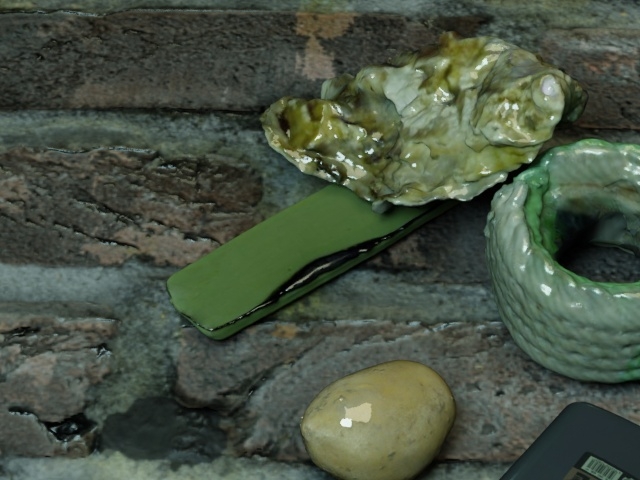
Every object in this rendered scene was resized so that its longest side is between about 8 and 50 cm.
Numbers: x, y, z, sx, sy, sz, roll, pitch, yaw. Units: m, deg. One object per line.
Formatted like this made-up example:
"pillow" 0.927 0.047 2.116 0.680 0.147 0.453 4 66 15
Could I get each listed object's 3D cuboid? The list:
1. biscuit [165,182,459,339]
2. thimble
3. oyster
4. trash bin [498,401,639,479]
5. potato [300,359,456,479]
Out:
"biscuit" 0.000 0.000 1.603 0.322 0.038 0.099 -31 53 -20
"thimble" 0.257 0.020 1.508 0.219 0.150 0.219 0 52 1
"oyster" 0.115 -0.128 1.589 0.238 0.114 0.351 -41 28 -26
"trash bin" 0.189 0.284 1.293 0.209 0.182 0.290 29 53 23
"potato" 0.052 0.161 1.439 0.147 0.112 0.112 -24 55 -24
